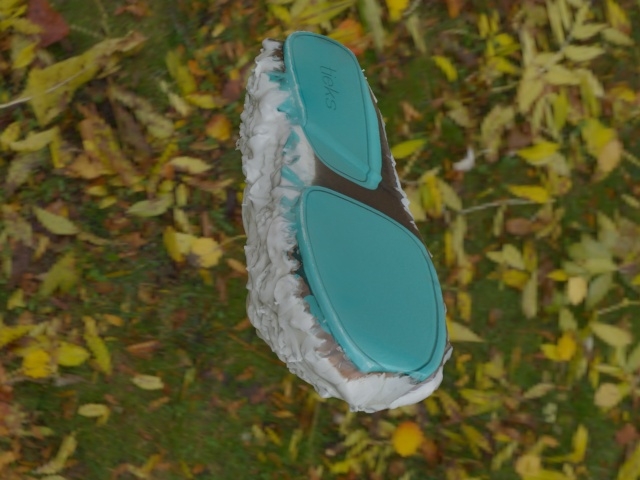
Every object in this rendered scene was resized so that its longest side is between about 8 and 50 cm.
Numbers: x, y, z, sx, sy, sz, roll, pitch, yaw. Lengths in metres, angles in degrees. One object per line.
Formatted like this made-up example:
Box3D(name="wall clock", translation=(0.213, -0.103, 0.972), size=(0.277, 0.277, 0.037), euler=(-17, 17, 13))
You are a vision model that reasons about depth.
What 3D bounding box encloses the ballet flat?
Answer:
Box3D(name="ballet flat", translation=(0.000, 0.000, 0.958), size=(0.147, 0.409, 0.147), euler=(-3, 128, -3))
